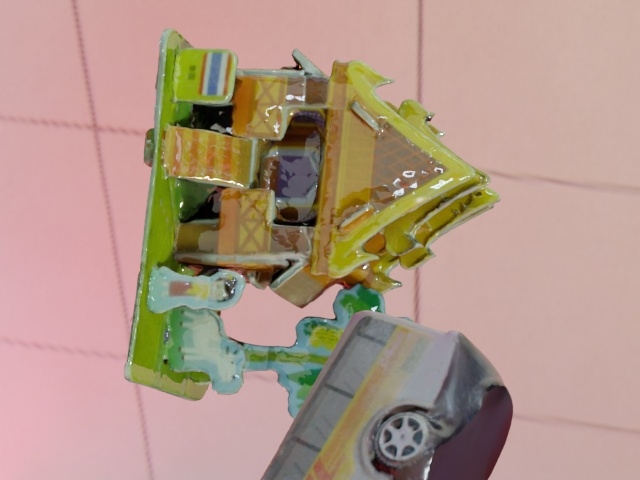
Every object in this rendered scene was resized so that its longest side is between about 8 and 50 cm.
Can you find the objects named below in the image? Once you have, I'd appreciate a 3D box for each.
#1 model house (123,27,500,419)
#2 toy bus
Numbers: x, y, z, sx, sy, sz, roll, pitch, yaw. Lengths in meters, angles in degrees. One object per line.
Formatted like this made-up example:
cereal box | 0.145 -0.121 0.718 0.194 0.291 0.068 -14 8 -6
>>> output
model house | 0.000 0.000 1.406 0.312 0.358 0.242 3 168 16
toy bus | 0.006 0.111 0.562 0.072 0.172 0.057 18 159 35
